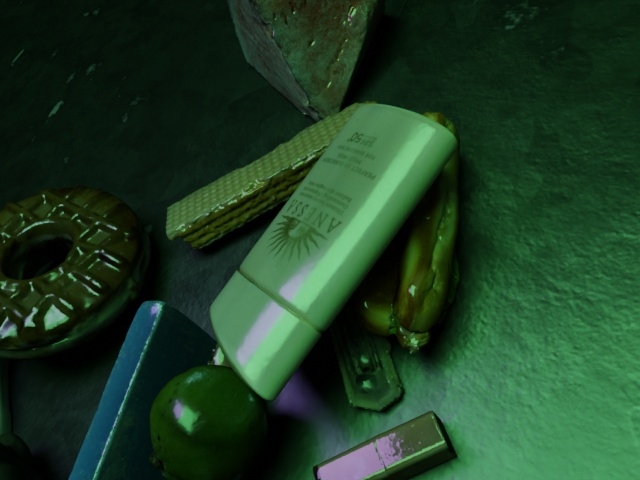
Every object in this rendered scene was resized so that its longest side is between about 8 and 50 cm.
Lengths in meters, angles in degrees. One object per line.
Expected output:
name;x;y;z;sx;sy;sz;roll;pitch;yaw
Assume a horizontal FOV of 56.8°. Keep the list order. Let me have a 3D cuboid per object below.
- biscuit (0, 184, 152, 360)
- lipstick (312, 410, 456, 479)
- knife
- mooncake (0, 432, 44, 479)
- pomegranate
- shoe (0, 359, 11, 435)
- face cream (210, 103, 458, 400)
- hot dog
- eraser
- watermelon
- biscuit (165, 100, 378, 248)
biscuit;-0.434;0.041;0.948;0.333;0.103;0.331;-4;49;5
lipstick;0.066;0.234;0.629;0.146;0.045;0.045;-29;47;9
knife;0.030;0.051;0.777;0.089;0.043;0.365;-24;51;12
mooncake;-0.430;0.311;0.761;0.104;0.168;0.175;-32;23;-14
pomegranate;-0.123;0.196;0.696;0.131;0.151;0.191;11;43;-2
shoe;-0.588;0.183;0.945;0.132;0.160;0.362;-29;51;8
face cream;0.000;0.000;0.687;0.348;0.081;0.174;-53;38;-5
hot dog;0.112;-0.015;0.743;0.135;0.100;0.337;-13;52;31
eraser;-0.218;0.239;0.716;0.043;0.144;0.311;0;59;26
watermelon;-0.020;-0.355;1.045;0.284;0.292;0.250;-3;12;-1
biscuit;-0.066;-0.100;0.912;0.379;0.054;0.094;-28;34;9
